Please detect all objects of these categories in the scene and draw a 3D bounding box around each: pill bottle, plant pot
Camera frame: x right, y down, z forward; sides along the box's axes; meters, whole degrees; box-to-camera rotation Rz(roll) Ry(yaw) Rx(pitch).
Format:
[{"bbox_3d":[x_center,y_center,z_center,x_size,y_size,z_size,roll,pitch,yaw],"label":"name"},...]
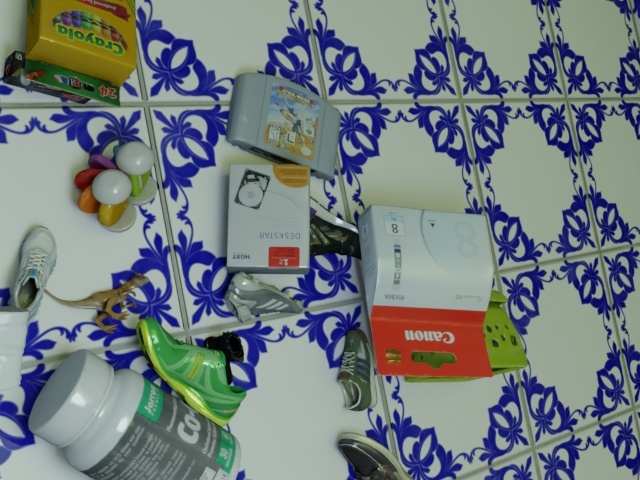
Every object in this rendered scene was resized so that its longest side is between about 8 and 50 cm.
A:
[{"bbox_3d":[-0.342,0.368,1.640,0.361,0.204,0.204,39,59,-25],"label":"pill bottle"},{"bbox_3d":[0.347,0.235,2.195,0.227,0.228,0.207,5,70,-36],"label":"plant pot"}]

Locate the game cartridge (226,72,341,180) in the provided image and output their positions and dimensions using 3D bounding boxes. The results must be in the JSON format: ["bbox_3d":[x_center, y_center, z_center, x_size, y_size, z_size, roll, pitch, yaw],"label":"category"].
[{"bbox_3d":[-0.079,-0.277,2.084,0.297,0.062,0.198,18,74,-33],"label":"game cartridge"}]

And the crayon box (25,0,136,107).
[{"bbox_3d":[-0.473,-0.437,1.751,0.202,0.081,0.318,12,59,-36],"label":"crayon box"}]

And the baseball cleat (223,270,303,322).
[{"bbox_3d":[-0.131,0.141,1.951,0.206,0.072,0.109,30,89,-36],"label":"baseball cleat"}]

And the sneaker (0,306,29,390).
[{"bbox_3d":[-0.654,0.197,1.500,0.292,0.108,0.169,4,94,-21],"label":"sneaker"}]

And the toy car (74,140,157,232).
[{"bbox_3d":[-0.412,-0.118,1.752,0.136,0.159,0.182,26,59,10],"label":"toy car"}]

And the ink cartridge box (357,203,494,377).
[{"bbox_3d":[0.256,0.114,2.011,0.308,0.091,0.385,5,64,-23],"label":"ink cartridge box"}]

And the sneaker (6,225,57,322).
[{"bbox_3d":[-0.530,0.060,1.636,0.071,0.083,0.191,13,69,-19],"label":"sneaker"}]

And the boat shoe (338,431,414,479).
[{"bbox_3d":[0.136,0.552,2.036,0.285,0.103,0.092,49,50,-26],"label":"boat shoe"}]

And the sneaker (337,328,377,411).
[{"bbox_3d":[0.077,0.308,2.064,0.086,0.064,0.192,-10,89,-43],"label":"sneaker"}]

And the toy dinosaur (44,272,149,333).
[{"bbox_3d":[-0.434,0.124,1.730,0.211,0.064,0.112,-14,57,-34],"label":"toy dinosaur"}]

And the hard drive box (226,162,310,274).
[{"bbox_3d":[-0.112,-0.046,1.933,0.181,0.089,0.232,0,78,-3],"label":"hard drive box"}]

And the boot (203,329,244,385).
[{"bbox_3d":[-0.194,0.247,1.848,0.045,0.099,0.121,-23,95,-41],"label":"boot"}]

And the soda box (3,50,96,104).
[{"bbox_3d":[-0.533,-0.320,1.738,0.169,0.060,0.053,11,76,-35],"label":"soda box"}]

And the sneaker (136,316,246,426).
[{"bbox_3d":[-0.262,0.249,1.779,0.123,0.109,0.295,-43,117,-10],"label":"sneaker"}]

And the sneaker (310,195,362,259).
[{"bbox_3d":[0.000,0.000,2.064,0.283,0.107,0.124,31,70,-20],"label":"sneaker"}]
